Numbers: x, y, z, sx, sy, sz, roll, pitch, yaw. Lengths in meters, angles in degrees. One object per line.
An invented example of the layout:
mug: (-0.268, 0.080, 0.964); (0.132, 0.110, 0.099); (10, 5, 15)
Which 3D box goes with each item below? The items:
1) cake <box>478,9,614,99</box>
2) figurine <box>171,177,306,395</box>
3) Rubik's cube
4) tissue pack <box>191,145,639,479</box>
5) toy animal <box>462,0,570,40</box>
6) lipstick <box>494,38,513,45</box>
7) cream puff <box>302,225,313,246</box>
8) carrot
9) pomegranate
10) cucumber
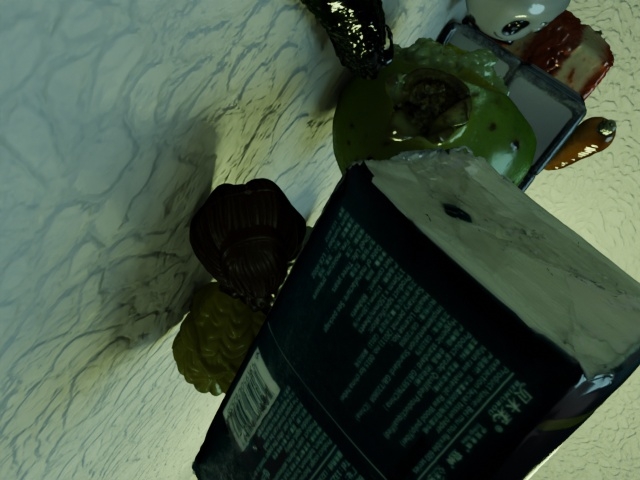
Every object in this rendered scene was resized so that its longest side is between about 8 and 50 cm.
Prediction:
cake: (0.520, -0.439, 1.520); (0.270, 0.319, 0.269); (-60, 172, 35)
figurine: (-0.082, 0.047, 0.699); (0.315, 0.187, 0.168); (101, 4, -54)
Rubik's cube: (0.345, -0.248, 1.317); (0.316, 0.313, 0.318); (-58, 171, 26)
tissue pack: (0.079, 0.145, 0.593); (0.253, 0.264, 0.417); (-13, 138, -47)
toy animal: (0.345, -0.443, 1.013); (0.187, 0.165, 0.235); (-19, 151, -37)
lipstick: (0.457, -0.591, 1.205); (0.418, 0.077, 0.077); (-65, 169, 18)
cream puff: (-0.030, 0.089, 1.142); (0.281, 0.185, 0.282); (-29, -144, 24)
carrot: (0.513, -0.187, 1.252); (0.069, 0.069, 0.336); (-53, 177, -6)
pomegranate: (0.133, -0.134, 0.767); (0.260, 0.260, 0.340); (-56, 167, 11)
cucumber: (0.023, -0.200, 0.519); (0.067, 0.067, 0.245); (-55, 171, 6)
